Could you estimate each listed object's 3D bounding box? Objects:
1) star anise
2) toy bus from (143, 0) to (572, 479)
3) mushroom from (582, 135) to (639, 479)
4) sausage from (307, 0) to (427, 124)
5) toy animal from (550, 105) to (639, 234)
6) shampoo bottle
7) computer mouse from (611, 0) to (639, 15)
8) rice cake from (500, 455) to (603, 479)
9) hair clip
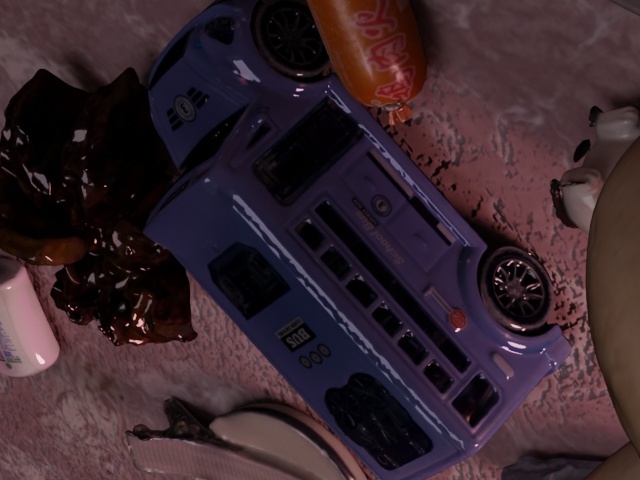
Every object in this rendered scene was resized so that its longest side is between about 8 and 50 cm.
[{"bbox_3d":[-0.144,-0.010,1.190,0.190,0.126,0.220,36,139,6],"label":"star anise"},{"bbox_3d":[0.000,0.000,1.053,0.292,0.133,0.125,48,143,-4],"label":"toy bus"},{"bbox_3d":[0.220,0.093,0.773,0.314,0.314,0.336,42,128,5],"label":"mushroom"},{"bbox_3d":[-0.014,-0.211,0.938,0.053,0.053,0.348,2,125,42],"label":"sausage"},{"bbox_3d":[0.186,-0.016,0.918,0.124,0.071,0.085,15,132,33],"label":"toy animal"},{"bbox_3d":[-0.244,0.064,1.410,0.072,0.043,0.099,7,129,39],"label":"shampoo bottle"},{"bbox_3d":[0.212,-0.136,0.671,0.297,0.184,0.121,21,155,51],"label":"computer mouse"},{"bbox_3d":[0.188,0.153,1.102,0.180,0.030,0.042,-1,136,43],"label":"rice cake"},{"bbox_3d":[-0.039,0.177,1.323,0.220,0.054,0.140,17,130,28],"label":"hair clip"}]
